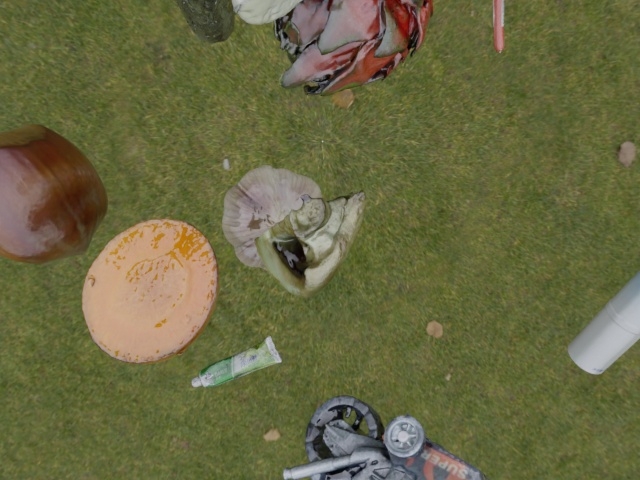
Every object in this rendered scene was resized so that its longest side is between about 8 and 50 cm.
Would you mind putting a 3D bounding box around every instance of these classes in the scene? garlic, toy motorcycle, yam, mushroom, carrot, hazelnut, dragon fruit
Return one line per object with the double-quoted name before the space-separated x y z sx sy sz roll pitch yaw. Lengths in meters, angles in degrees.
"garlic" -0.137 -0.060 1.473 0.322 0.241 0.321 -1 85 15
"toy motorcycle" 0.084 0.269 0.473 0.173 0.307 0.108 -59 137 -18
"yam" -0.185 -0.394 0.791 0.107 0.183 0.107 0 81 -3
"mushroom" 0.005 -0.001 1.126 0.218 0.292 0.212 -20 76 -24
"carrot" -0.333 0.099 1.029 0.258 0.100 0.307 28 75 -15
"hazelnut" -0.743 -0.117 1.290 0.366 0.366 0.365 0 101 0
"dragon fruit" 0.037 -0.266 0.592 0.189 0.182 0.182 -4 101 3

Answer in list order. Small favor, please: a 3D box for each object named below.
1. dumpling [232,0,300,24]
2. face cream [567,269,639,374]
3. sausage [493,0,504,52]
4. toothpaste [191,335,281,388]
"dumpling" 0.004 -0.262 0.321 0.126 0.166 0.215 8 123 29
"face cream" 0.541 0.131 0.887 0.077 0.077 0.250 20 127 -4
"sausage" 0.526 -0.671 1.490 0.034 0.034 0.253 -16 133 3
"toothpaste" -0.225 0.330 1.326 0.248 0.047 0.078 -23 94 7
